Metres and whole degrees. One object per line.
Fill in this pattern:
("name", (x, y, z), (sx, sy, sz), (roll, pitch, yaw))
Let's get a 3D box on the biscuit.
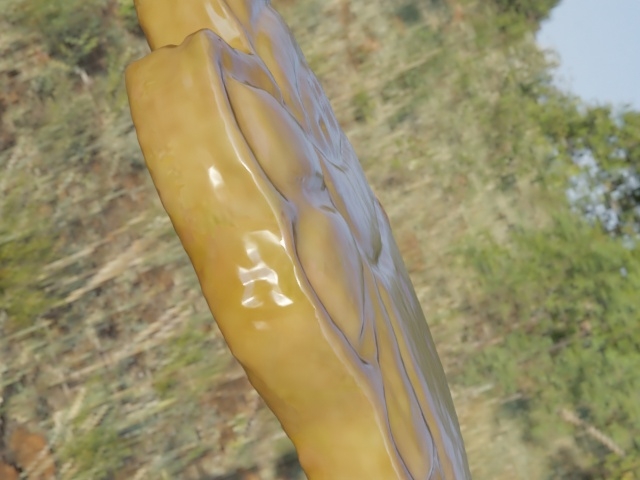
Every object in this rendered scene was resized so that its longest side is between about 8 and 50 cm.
("biscuit", (0.000, 0.000, 0.568), (0.312, 0.057, 0.351), (-98, 162, -65))
